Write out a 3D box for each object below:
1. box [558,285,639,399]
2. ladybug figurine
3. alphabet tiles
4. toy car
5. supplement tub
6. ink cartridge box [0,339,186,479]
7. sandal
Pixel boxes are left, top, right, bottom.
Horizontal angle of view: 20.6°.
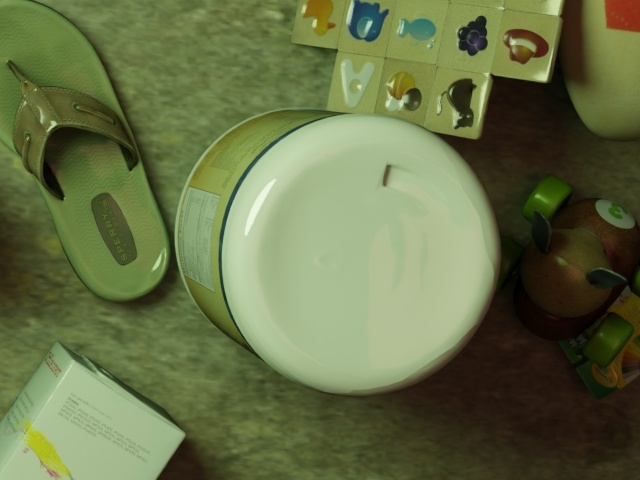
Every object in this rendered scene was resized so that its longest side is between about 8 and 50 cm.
[{"bbox_3d":[0.315,0.068,1.746,0.179,0.043,0.105,-35,103,-11],"label":"box"},{"bbox_3d":[0.333,-0.308,1.588,0.305,0.162,0.449,-10,107,-57],"label":"ladybug figurine"},{"bbox_3d":[0.105,-0.269,1.556,0.011,0.285,0.342,8,94,-52],"label":"alphabet tiles"},{"bbox_3d":[0.237,0.016,1.619,0.155,0.188,0.149,36,85,13],"label":"toy car"},{"bbox_3d":[0.000,0.000,1.512,0.228,0.316,0.228,-1,96,-15],"label":"supplement tub"},{"bbox_3d":[-0.225,0.199,1.569,0.127,0.128,0.176,34,87,-16],"label":"ink cartridge box"},{"bbox_3d":[-0.216,-0.084,1.565,0.120,0.086,0.303,-32,102,-10],"label":"sandal"}]
